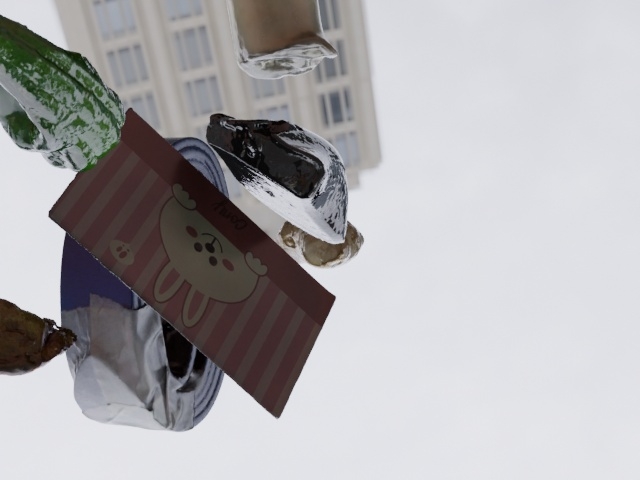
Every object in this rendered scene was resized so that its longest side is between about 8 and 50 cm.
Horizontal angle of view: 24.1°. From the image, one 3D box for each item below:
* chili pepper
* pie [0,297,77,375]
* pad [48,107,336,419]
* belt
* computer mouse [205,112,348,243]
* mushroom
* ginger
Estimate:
[{"bbox_3d":[-0.249,-0.137,1.215,0.099,0.253,0.083,2,-117,36],"label":"chili pepper"},{"bbox_3d":[-0.317,0.081,1.386,0.191,0.033,0.088,22,-134,-18],"label":"pie"},{"bbox_3d":[-0.117,0.018,1.484,0.005,0.300,0.202,-37,-164,36],"label":"pad"},{"bbox_3d":[-0.199,0.050,1.770,0.117,0.346,0.212,2,180,29],"label":"belt"},{"bbox_3d":[-0.034,-0.081,1.637,0.147,0.264,0.088,29,-95,17],"label":"computer mouse"},{"bbox_3d":[-0.068,-0.361,1.706,0.315,0.314,0.336,-7,-98,3],"label":"mushroom"},{"bbox_3d":[-0.001,0.002,1.950,0.095,0.069,0.190,-34,-163,-19],"label":"ginger"}]
